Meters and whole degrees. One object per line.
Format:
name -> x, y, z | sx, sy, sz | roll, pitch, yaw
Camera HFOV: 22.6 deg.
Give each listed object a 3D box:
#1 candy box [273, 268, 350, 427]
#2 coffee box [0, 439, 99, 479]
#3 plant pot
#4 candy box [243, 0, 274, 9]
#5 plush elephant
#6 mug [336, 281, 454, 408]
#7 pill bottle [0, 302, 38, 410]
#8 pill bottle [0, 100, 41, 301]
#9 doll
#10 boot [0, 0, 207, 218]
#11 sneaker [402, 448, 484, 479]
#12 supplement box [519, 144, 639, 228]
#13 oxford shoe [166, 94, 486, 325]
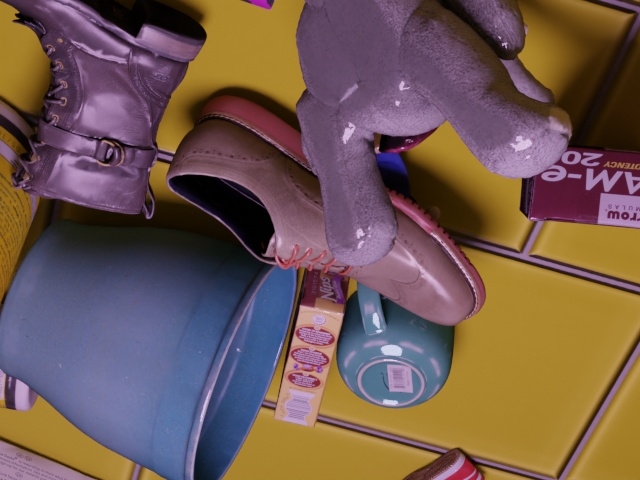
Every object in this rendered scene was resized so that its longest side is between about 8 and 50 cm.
candy box -> -0.007, 0.104, 1.765 | 0.053, 0.109, 0.186 | 11, 133, 0
coffee box -> -0.385, 0.509, 2.032 | 0.338, 0.334, 0.337 | 24, 129, -15
plant pot -> -0.193, 0.101, 1.709 | 0.255, 0.271, 0.271 | 20, 133, 12
candy box -> -0.081, -0.334, 1.413 | 0.159, 0.071, 0.233 | 17, 131, -6
plush elephant -> 0.103, -0.173, 1.416 | 0.272, 0.255, 0.330 | -40, 76, 43
mug -> 0.072, 0.117, 1.772 | 0.158, 0.097, 0.129 | 33, 128, -20
pill bottle -> -0.424, 0.121, 1.839 | 0.209, 0.119, 0.119 | 11, 132, 0
pill bottle -> -0.399, 0.011, 1.592 | 0.188, 0.334, 0.188 | 4, 132, 5
doll -> 0.061, -0.034, 1.674 | 0.129, 0.046, 0.189 | 0, 130, 23
boot -> -0.253, -0.143, 1.561 | 0.263, 0.091, 0.229 | 22, 115, -13
sneaker -> 0.147, 0.307, 1.966 | 0.067, 0.042, 0.118 | 41, 123, -21
supplement box -> 0.257, -0.052, 1.506 | 0.130, 0.239, 0.073 | 5, 94, 4
oxford shoe -> 0.000, 0.000, 1.607 | 0.348, 0.130, 0.123 | 31, 140, 2
